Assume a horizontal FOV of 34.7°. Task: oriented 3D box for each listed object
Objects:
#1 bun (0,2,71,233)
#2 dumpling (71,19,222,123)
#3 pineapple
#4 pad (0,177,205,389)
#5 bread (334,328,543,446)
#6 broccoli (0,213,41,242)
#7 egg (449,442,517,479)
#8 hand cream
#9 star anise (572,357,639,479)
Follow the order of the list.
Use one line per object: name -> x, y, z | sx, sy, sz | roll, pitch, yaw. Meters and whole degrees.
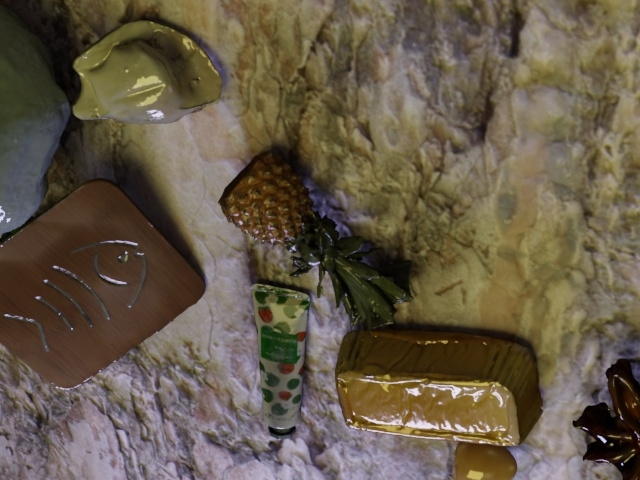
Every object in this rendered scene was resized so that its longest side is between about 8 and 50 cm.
bun -> -0.481, -0.174, 1.381 | 0.354, 0.194, 0.354 | 10, 106, 36
dumpling -> -0.228, -0.212, 1.311 | 0.199, 0.118, 0.136 | -11, 106, 0
pineapple -> 0.000, 0.000, 1.360 | 0.277, 0.119, 0.130 | 43, 86, -10
pad -> -0.341, 0.070, 1.469 | 0.284, 0.018, 0.286 | -35, 132, 2
bread -> 0.157, 0.207, 1.427 | 0.288, 0.119, 0.152 | 1, 121, 23
broccoli -> -0.416, 0.040, 1.530 | 0.195, 0.195, 0.156 | -13, 101, 31
egg -> 0.240, 0.332, 1.506 | 0.096, 0.080, 0.080 | 8, 127, 9
hand cream -> -0.059, 0.186, 1.556 | 0.095, 0.059, 0.276 | 10, 123, 16
star anise -> 0.427, 0.249, 1.327 | 0.190, 0.126, 0.220 | 7, 105, -5
